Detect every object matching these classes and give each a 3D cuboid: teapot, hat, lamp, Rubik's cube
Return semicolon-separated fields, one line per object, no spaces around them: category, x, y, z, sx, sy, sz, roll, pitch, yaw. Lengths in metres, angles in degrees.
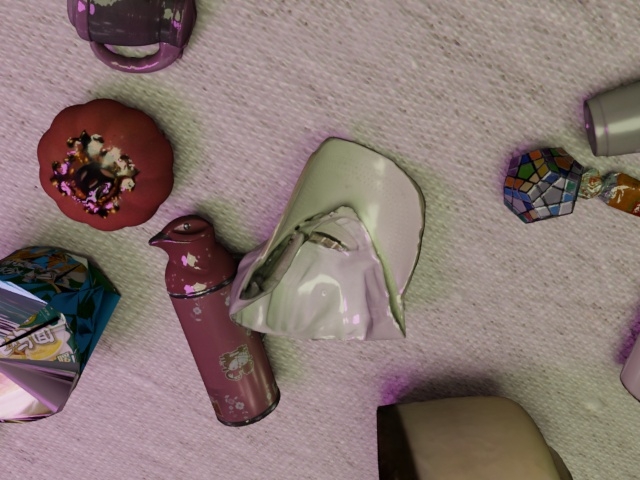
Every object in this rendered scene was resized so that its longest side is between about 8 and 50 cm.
teapot;-0.230;-0.277;0.731;0.146;0.116;0.148;10;109;-13
hat;0.002;0.005;0.838;0.258;0.168;0.301;17;89;-29
lamp;-0.289;-0.097;0.793;0.182;0.140;0.182;0;108;1
Rubik's cube;0.302;-0.075;0.805;0.111;0.093;0.111;1;111;3

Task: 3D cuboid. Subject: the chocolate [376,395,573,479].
chocolate;0.233;0.389;0.876;0.297;0.326;0.314;-8;114;10

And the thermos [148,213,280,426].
thermos;-0.143;0.113;0.891;0.136;0.109;0.330;-12;111;8

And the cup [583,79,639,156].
cup;0.418;-0.162;0.756;0.141;0.120;0.120;-9;112;16

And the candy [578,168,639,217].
candy;0.446;-0.059;0.832;0.182;0.046;0.053;22;115;-1

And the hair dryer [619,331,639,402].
hair dryer;0.657;0.170;0.891;0.362;0.128;0.203;9;112;-10

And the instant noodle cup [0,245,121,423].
instant noodle cup;-0.431;0.121;0.868;0.240;0.178;0.240;1;113;2
